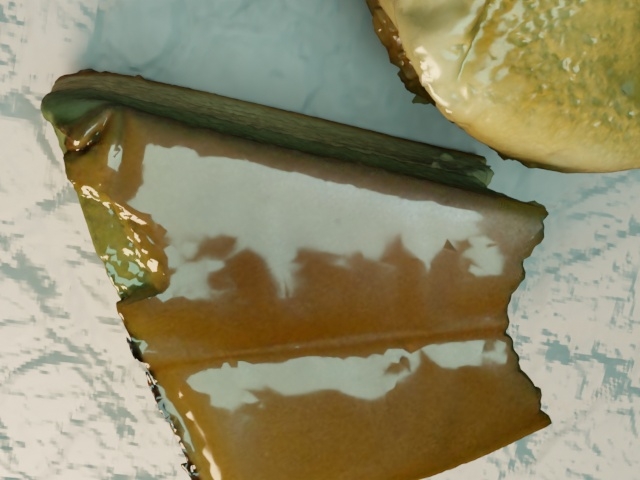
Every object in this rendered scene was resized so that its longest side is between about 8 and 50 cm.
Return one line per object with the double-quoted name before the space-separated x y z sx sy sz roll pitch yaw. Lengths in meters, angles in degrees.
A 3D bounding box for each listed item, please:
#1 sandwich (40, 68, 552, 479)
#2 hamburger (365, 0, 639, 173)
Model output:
"sandwich" 0.000 0.000 0.477 0.186 0.108 0.220 -23 107 -1
"hamburger" 0.117 -0.129 0.444 0.214 0.108 0.213 -5 118 -10
